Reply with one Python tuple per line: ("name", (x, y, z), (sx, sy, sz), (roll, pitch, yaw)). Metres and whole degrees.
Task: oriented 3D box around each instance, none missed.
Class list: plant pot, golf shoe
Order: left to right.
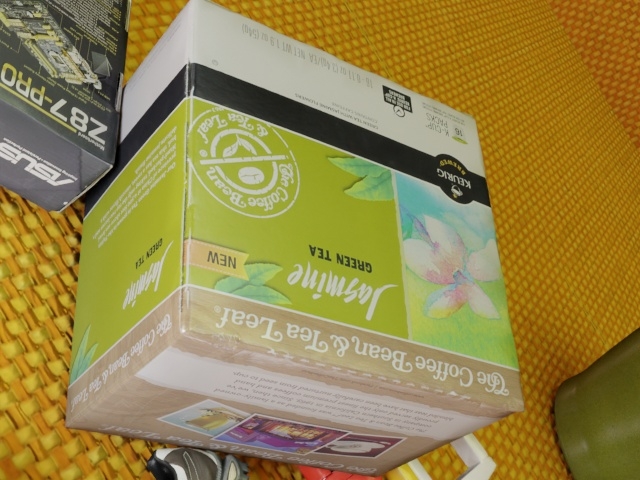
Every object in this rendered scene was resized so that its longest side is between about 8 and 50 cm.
("golf shoe", (-0.115, 0.257, 0.757), (0.094, 0.077, 0.198), (24, 40, -23))
("plant pot", (0.556, 0.257, 1.399), (0.366, 0.353, 0.366), (33, 41, -34))

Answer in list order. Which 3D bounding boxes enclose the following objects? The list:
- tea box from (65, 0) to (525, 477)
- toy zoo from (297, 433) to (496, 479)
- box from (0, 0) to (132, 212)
("tea box", (-0.026, 0.015, 0.858), (0.329, 0.220, 0.323), (16, 55, -31))
("toy zoo", (0.062, 0.203, 0.978), (0.192, 0.030, 0.293), (-28, 79, -40))
("box", (-0.344, -0.245, 0.807), (0.395, 0.097, 0.318), (32, 35, -37))
